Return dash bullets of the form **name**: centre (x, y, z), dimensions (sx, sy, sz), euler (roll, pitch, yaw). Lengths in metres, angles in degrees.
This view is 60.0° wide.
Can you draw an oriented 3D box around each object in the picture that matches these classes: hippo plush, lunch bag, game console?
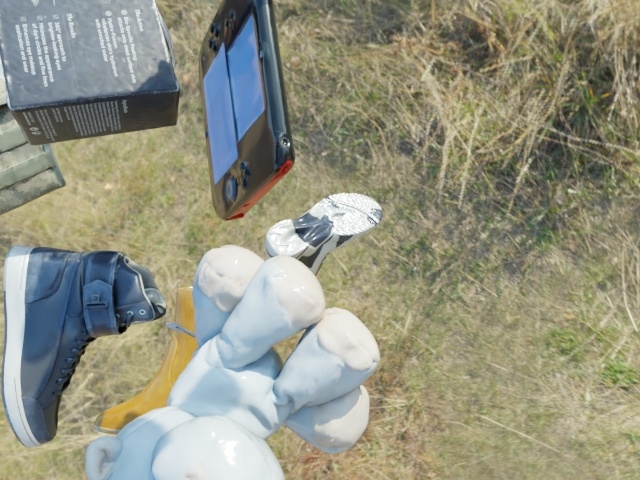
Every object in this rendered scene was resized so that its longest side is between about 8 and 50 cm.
- **hippo plush**: centre (-0.110, 0.151, 0.530), dimensions (0.294, 0.236, 0.235), euler (-1, 114, 31)
- **lunch bag**: centre (-0.568, -0.176, 0.847), dimensions (0.168, 0.235, 0.287), euler (13, 125, 32)
- **game console**: centre (-0.148, -0.253, 0.999), dimensions (0.342, 0.060, 0.387), euler (148, 115, -63)

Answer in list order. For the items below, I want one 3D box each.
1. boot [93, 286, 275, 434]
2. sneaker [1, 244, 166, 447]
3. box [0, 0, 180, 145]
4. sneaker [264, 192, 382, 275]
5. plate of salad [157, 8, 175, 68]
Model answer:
- **boot**: centre (-0.219, 0.181, 0.879), dimensions (0.294, 0.104, 0.212), euler (-8, 90, -5)
- **sneaker**: centre (-0.259, 0.119, 0.622), dimensions (0.086, 0.163, 0.227), euler (-154, 65, -78)
- **box**: centre (-0.243, -0.196, 0.579), dimensions (0.093, 0.158, 0.156), euler (138, 118, -69)
- **sneaker**: centre (0.000, 0.000, 1.059), dimensions (0.234, 0.153, 0.094), euler (-28, 74, -22)
- **plate of salad**: centre (-0.335, -0.409, 1.036), dimensions (0.048, 0.200, 0.200), euler (-34, 50, -16)
